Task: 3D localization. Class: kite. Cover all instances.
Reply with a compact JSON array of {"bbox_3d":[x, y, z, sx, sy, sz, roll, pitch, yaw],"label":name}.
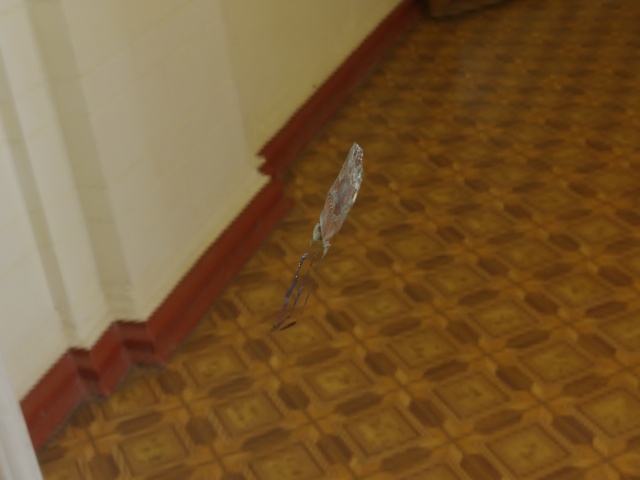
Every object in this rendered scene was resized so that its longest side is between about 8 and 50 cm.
[{"bbox_3d":[0.003,0.001,1.246,0.016,0.127,0.229,23,82,16],"label":"kite"}]
